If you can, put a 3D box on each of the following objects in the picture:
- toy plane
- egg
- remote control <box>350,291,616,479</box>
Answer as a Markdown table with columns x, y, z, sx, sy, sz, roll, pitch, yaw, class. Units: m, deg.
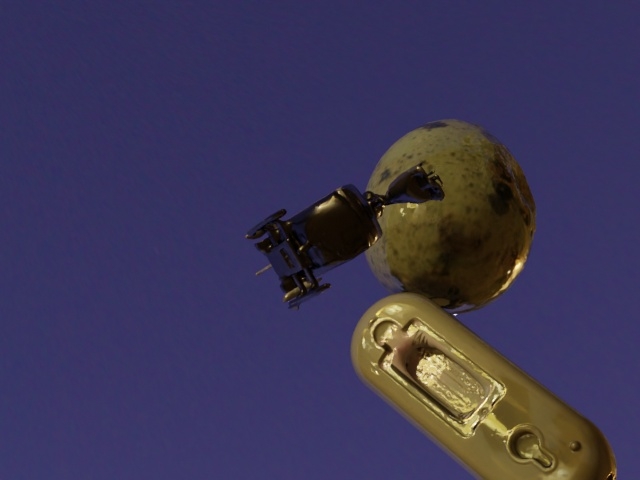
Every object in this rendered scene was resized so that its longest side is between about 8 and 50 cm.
| x | y | z | sx | sy | sz | roll | pitch | yaw | class |
| --- | --- | --- | --- | --- | --- | --- | --- | --- | --- |
| -0.001 | 0.001 | 0.783 | 0.078 | 0.197 | 0.053 | -31 | -90 | -22 | toy plane |
| 0.104 | -0.022 | 1.100 | 0.141 | 0.182 | 0.141 | 4 | -44 | 4 | egg |
| 0.104 | 0.110 | 0.920 | 0.078 | 0.221 | 0.042 | -51 | -36 | -1 | remote control |
